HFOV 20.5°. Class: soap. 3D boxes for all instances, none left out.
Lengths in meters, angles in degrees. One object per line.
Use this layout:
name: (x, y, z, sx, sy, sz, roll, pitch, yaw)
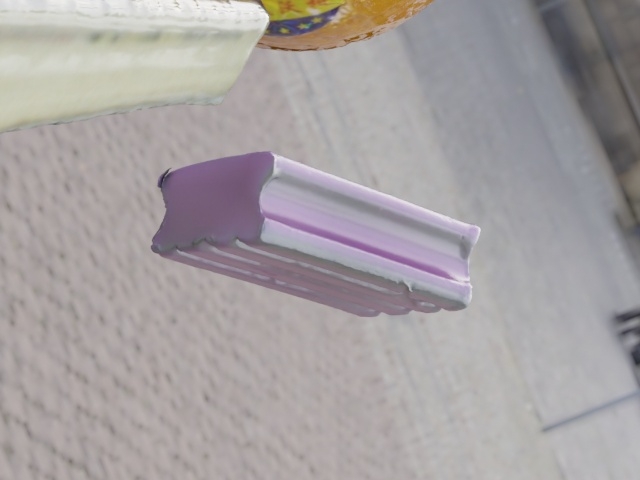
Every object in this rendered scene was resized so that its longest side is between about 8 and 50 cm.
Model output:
soap: (0.000, 0.000, 1.212, 0.203, 0.122, 0.066, 18, 74, -40)

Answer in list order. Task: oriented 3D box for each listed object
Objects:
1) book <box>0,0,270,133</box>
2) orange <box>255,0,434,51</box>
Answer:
book: (-0.234, -0.149, 0.323, 0.428, 0.039, 0.300, 38, 20, 14)
orange: (-0.005, -0.158, 0.658, 0.177, 0.155, 0.178, -3, 90, -73)
